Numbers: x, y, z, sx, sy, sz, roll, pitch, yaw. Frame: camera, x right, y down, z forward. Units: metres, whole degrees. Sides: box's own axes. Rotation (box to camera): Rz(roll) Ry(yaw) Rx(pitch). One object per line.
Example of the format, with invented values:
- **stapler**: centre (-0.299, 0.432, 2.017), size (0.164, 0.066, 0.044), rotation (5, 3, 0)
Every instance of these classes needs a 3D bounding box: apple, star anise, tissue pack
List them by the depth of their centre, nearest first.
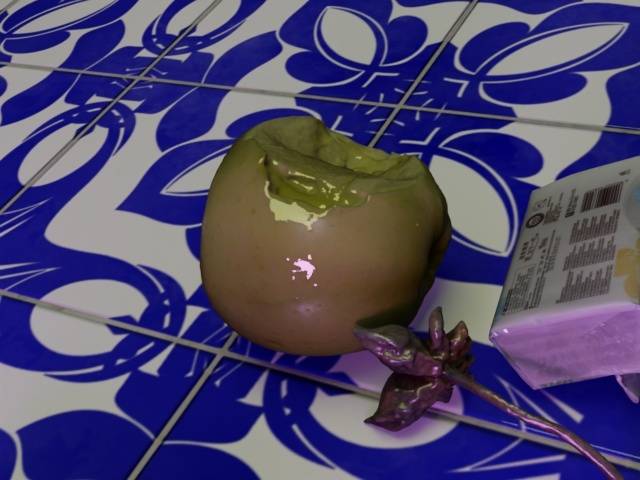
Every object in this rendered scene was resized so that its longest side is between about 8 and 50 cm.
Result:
- **star anise**: centre (0.149, 0.173, 0.910), size (0.148, 0.218, 0.227), rotation (-64, 28, 9)
- **tissue pack**: centre (0.292, 0.046, 0.987), size (0.159, 0.145, 0.229), rotation (-18, 31, 37)
- **apple**: centre (0.000, 0.000, 1.050), size (0.279, 0.279, 0.279), rotation (-10, 40, 8)
